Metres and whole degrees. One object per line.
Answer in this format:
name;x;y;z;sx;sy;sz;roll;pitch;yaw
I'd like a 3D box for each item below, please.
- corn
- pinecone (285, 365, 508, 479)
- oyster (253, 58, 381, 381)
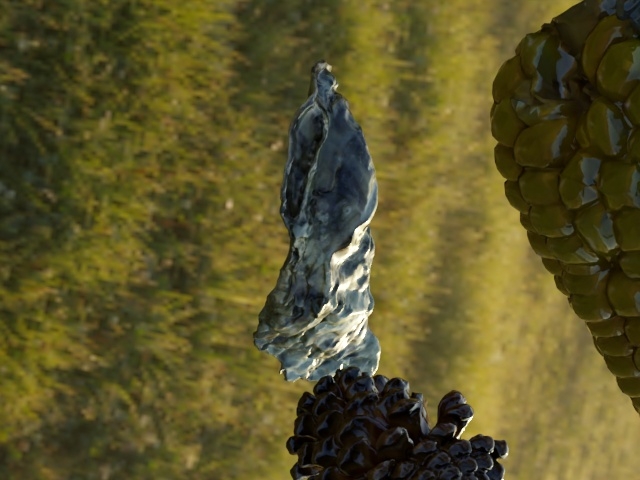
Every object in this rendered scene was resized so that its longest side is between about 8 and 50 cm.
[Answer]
corn;0.153;0.058;0.444;0.313;0.102;0.102;59;38;-12
pinecone;0.033;0.108;0.715;0.102;0.109;0.102;-41;159;-19
oyster;-0.003;0.000;0.997;0.199;0.087;0.252;-70;161;-77
